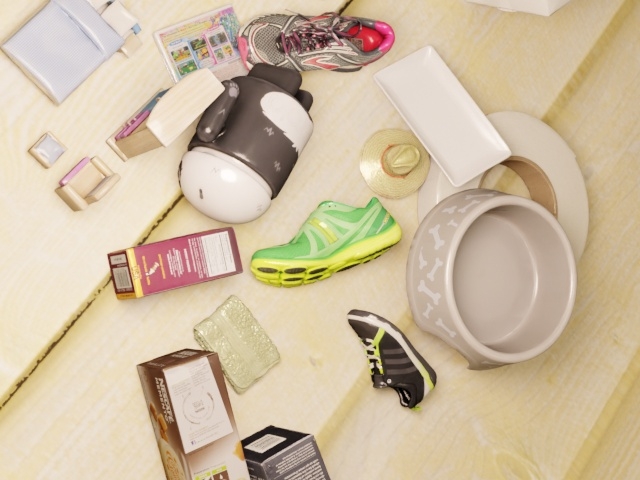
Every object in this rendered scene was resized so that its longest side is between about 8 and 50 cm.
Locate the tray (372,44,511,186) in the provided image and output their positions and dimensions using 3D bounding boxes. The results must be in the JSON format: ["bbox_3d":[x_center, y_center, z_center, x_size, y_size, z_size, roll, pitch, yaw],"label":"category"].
[{"bbox_3d":[0.226,-0.232,1.912,0.145,0.030,0.270,-30,78,-21],"label":"tray"}]

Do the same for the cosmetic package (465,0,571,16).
[{"bbox_3d":[0.366,-0.630,1.888,0.156,0.217,0.385,-38,132,-26],"label":"cosmetic package"}]

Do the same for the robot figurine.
[{"bbox_3d":[-0.122,-0.161,1.688,0.209,0.173,0.278,35,71,-20],"label":"robot figurine"}]

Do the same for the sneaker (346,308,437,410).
[{"bbox_3d":[0.123,0.223,1.848,0.235,0.084,0.097,45,69,-19],"label":"sneaker"}]

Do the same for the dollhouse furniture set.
[{"bbox_3d":[-0.357,-0.254,1.546,0.303,0.198,0.286,48,66,-17],"label":"dollhouse furniture set"}]

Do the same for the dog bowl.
[{"bbox_3d":[0.330,0.072,1.885,0.349,0.102,0.349,1,88,-28],"label":"dog bowl"}]

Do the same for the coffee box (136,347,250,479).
[{"bbox_3d":[-0.202,0.306,1.629,0.098,0.141,0.246,-16,95,-29],"label":"coffee box"}]

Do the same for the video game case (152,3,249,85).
[{"bbox_3d":[-0.192,-0.315,1.744,0.157,0.019,0.143,-28,100,-27],"label":"video game case"}]

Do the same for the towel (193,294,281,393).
[{"bbox_3d":[-0.140,0.176,1.736,0.110,0.027,0.148,-42,107,-25],"label":"towel"}]

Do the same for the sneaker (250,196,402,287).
[{"bbox_3d":[0.000,0.000,1.798,0.295,0.109,0.123,-17,72,-27],"label":"sneaker"}]

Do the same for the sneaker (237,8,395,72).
[{"bbox_3d":[-0.009,-0.357,1.791,0.299,0.112,0.121,-12,92,-31],"label":"sneaker"}]

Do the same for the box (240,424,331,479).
[{"bbox_3d":[-0.054,0.430,1.698,0.108,0.153,0.207,-25,100,-29],"label":"box"}]

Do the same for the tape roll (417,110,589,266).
[{"bbox_3d":[0.369,-0.061,2.011,0.392,0.072,0.392,2,86,-28],"label":"tape roll"}]

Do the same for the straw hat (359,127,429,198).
[{"bbox_3d":[0.149,-0.151,1.885,0.144,0.061,0.144,2,84,-19],"label":"straw hat"}]

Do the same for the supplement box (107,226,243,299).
[{"bbox_3d":[-0.235,0.036,1.648,0.188,0.104,0.081,-14,93,-30],"label":"supplement box"}]
